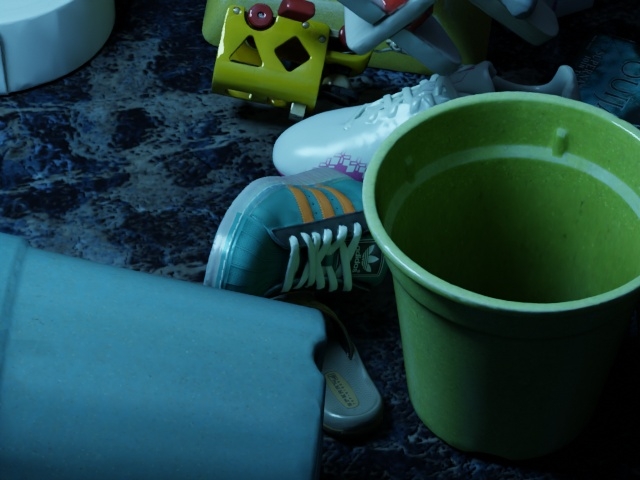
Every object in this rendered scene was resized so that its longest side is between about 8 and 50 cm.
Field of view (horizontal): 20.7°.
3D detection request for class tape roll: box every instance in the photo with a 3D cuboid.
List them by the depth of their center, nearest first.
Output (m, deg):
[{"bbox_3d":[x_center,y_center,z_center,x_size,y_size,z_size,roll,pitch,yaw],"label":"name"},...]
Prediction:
[{"bbox_3d":[-0.381,-0.292,2.032,0.286,0.100,0.286,1,43,-1],"label":"tape roll"}]

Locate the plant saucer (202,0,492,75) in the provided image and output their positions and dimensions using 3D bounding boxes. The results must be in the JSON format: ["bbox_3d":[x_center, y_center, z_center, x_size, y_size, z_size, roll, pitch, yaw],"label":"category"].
[{"bbox_3d":[0.045,-0.371,2.006,0.333,0.081,0.332,8,80,8],"label":"plant saucer"}]

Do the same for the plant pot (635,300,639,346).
[{"bbox_3d":[0.397,0.058,1.588,0.284,0.284,0.191,31,86,28],"label":"plant pot"}]

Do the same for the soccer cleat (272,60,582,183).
[{"bbox_3d":[0.114,-0.130,1.837,0.331,0.143,0.116,-3,44,-4],"label":"soccer cleat"}]

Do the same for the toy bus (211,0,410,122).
[{"bbox_3d":[-0.022,-0.183,1.890,0.202,0.191,0.104,4,79,43],"label":"toy bus"}]

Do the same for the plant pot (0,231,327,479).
[{"bbox_3d":[-0.175,0.161,1.417,0.334,0.341,0.341,8,43,-4],"label":"plant pot"}]

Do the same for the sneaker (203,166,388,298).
[{"bbox_3d":[0.000,0.000,1.667,0.121,0.108,0.302,20,22,20],"label":"sneaker"}]

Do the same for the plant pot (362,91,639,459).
[{"bbox_3d":[0.171,0.050,1.568,0.276,0.254,0.276,1,44,-1],"label":"plant pot"}]

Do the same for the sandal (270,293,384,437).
[{"bbox_3d":[-0.013,0.097,1.655,0.090,0.060,0.219,-20,47,-20],"label":"sandal"}]

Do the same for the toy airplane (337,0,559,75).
[{"bbox_3d":[0.077,-0.350,1.758,0.384,0.272,0.386,45,13,11],"label":"toy airplane"}]

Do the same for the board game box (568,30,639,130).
[{"bbox_3d":[0.327,-0.160,1.957,0.126,0.026,0.186,20,47,20],"label":"board game box"}]

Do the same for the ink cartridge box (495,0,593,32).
[{"bbox_3d":[0.255,-0.304,2.090,0.122,0.052,0.088,-19,47,-18],"label":"ink cartridge box"}]
